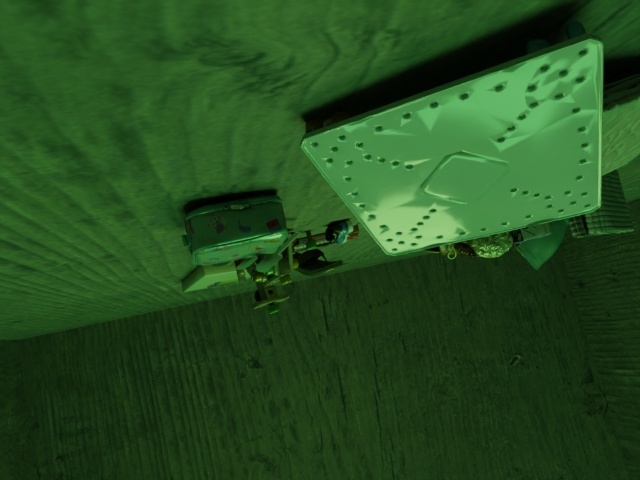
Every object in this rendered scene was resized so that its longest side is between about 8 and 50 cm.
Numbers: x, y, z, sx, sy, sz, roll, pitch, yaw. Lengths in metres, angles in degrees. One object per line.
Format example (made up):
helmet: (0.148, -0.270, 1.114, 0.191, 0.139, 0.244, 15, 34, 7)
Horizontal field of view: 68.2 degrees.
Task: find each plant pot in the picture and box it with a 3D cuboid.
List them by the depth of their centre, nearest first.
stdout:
plant pot: (0.731, -0.072, 1.637, 0.196, 0.293, 0.293, -42, 161, 18)

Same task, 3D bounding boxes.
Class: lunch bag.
lunch bag: (-0.201, -0.018, 1.077, 0.223, 0.108, 0.279, -9, 170, -16)

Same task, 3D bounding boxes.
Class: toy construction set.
toy construction set: (-0.174, 0.109, 1.478, 0.257, 0.238, 0.308, -17, 170, 26)

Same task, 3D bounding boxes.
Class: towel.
towel: (0.517, -0.186, 0.868, 0.331, 0.054, 0.317, -20, 156, -15)
towel: (0.895, -0.128, 1.551, 0.283, 0.235, 0.121, -3, 169, -41)

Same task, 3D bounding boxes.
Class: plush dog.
plush dog: (0.519, -0.058, 1.468, 0.262, 0.226, 0.210, -15, 171, 12)

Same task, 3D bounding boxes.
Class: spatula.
spatula: (-0.163, 0.021, 1.274, 0.168, 0.019, 0.242, 0, -155, 24)

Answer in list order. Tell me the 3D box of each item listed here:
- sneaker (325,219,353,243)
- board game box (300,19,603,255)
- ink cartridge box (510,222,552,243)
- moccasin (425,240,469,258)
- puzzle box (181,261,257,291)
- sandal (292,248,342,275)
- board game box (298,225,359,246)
sneaker: (0.049, -0.019, 1.567, 0.084, 0.058, 0.152, -16, 168, -17)
board game box: (0.225, -0.116, 0.756, 0.389, 0.051, 0.390, -14, 147, 23)
ink cartridge box: (0.560, -0.102, 1.310, 0.097, 0.207, 0.046, -19, 169, 35)
moccasin: (0.444, -0.009, 1.664, 0.379, 0.139, 0.147, 11, -141, 38)
puzzle box: (-0.396, 0.137, 1.932, 0.271, 0.052, 0.409, -8, 170, -30)
sandal: (-0.047, 0.071, 1.815, 0.302, 0.087, 0.120, 10, -157, 44)
board game box: (0.000, 0.000, 1.731, 0.281, 0.027, 0.145, -13, 170, 0)
